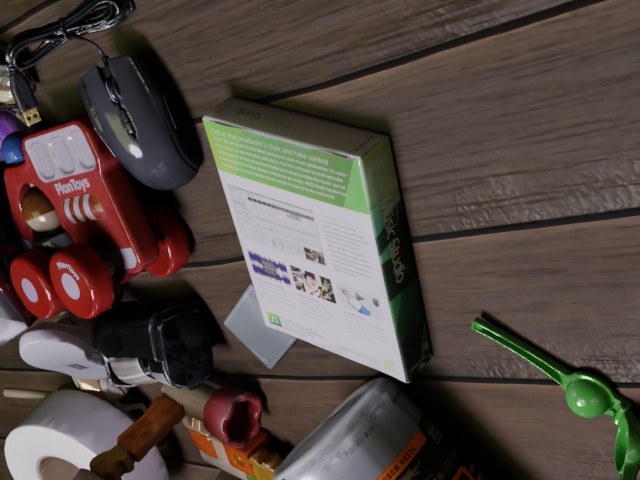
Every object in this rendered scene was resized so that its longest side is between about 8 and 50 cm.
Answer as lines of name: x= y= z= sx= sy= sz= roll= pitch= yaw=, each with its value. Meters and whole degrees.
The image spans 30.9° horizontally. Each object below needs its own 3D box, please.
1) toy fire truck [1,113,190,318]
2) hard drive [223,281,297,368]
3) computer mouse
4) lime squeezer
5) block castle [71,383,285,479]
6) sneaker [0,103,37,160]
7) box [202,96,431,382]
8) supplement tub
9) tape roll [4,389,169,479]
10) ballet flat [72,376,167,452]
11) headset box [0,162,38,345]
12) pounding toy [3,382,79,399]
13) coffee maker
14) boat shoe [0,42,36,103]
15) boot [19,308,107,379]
toy fire truck: x=-0.335 y=-0.040 z=1.582 sx=0.302 sy=0.169 sz=0.254 roll=-5 pitch=110 yaw=50
hard drive: x=-0.075 y=0.112 z=1.564 sx=0.094 sy=0.022 sz=0.135 roll=44 pitch=147 yaw=5
computer mouse: x=-0.267 y=-0.150 z=1.386 sx=0.184 sy=0.060 sz=0.262 roll=-18 pitch=117 yaw=10
lime squeezer: x=0.271 y=0.192 z=1.197 sx=0.059 sy=0.110 sz=0.310 roll=70 pitch=175 yaw=-56
block castle: x=-0.164 y=0.454 z=1.764 sx=0.213 sy=0.303 sz=0.453 roll=16 pitch=136 yaw=37
sneaker: x=-0.499 y=-0.142 z=1.706 sx=0.236 sy=0.104 sz=0.095 roll=9 pitch=130 yaw=42
box: x=0.000 y=0.000 z=1.337 sx=0.232 sy=0.058 sz=0.322 roll=19 pitch=138 yaw=36
supplement tub: x=0.119 y=0.352 z=1.426 sx=0.338 sy=0.207 sz=0.207 roll=46 pitch=147 yaw=1
tape roll: x=-0.406 y=0.397 z=2.012 sx=0.286 sy=0.100 sz=0.286 roll=18 pitch=133 yaw=20
ballet flat: x=-0.344 y=0.281 z=2.013 sx=0.073 sy=0.080 sz=0.232 roll=-24 pitch=110 yaw=26
headset box: x=-0.499 y=0.030 z=1.718 sx=0.110 sy=0.293 sz=0.218 roll=-32 pitch=102 yaw=13
pounding toy: x=-0.449 y=0.339 z=2.145 sx=0.183 sy=0.110 sz=0.237 roll=-1 pitch=123 yaw=33
coffee maker: x=-0.251 y=0.135 z=1.697 sx=0.178 sy=0.120 sz=0.171 roll=-10 pitch=116 yaw=51
boat shoe: x=-0.486 y=-0.262 z=1.597 sx=0.223 sy=0.080 sz=0.073 roll=26 pitch=136 yaw=21
boot: x=-0.385 y=0.131 z=1.768 sx=0.258 sy=0.095 sz=0.123 roll=56 pitch=-156 yaw=-70
